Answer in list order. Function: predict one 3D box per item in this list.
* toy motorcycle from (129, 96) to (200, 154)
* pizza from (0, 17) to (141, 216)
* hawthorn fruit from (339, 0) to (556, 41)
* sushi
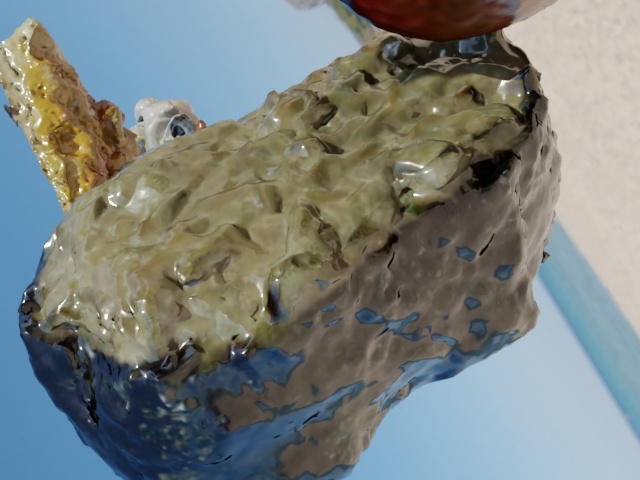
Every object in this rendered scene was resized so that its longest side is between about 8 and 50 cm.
[{"bbox_3d":[-0.240,-0.111,1.488,0.223,0.107,0.341,61,152,24],"label":"toy motorcycle"},{"bbox_3d":[-0.184,-0.037,0.855,0.336,0.086,0.226,67,173,-27],"label":"pizza"},{"bbox_3d":[0.084,-0.256,0.480,0.311,0.295,0.295,-23,-101,-42],"label":"hawthorn fruit"},{"bbox_3d":[0.000,0.000,0.561,0.211,0.350,0.171,36,151,37],"label":"sushi"}]
